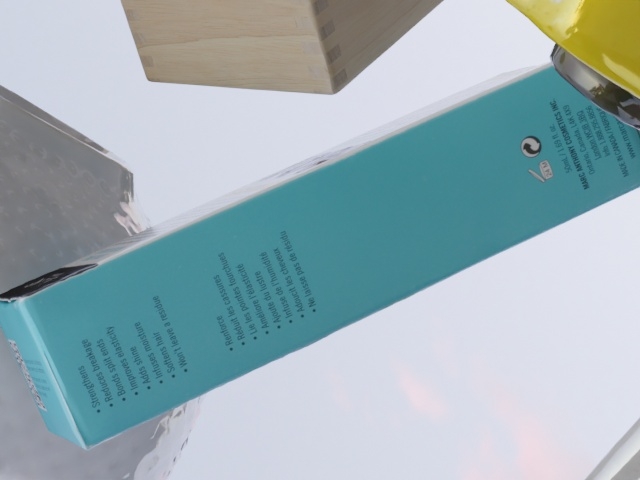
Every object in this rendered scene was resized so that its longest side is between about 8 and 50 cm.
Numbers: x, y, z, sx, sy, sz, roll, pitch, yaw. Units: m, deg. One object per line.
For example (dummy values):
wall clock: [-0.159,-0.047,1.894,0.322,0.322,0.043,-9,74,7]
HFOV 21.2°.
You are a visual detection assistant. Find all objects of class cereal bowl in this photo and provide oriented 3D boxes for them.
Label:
cereal bowl: [-0.191,-0.014,0.830,0.339,0.141,0.339,31,-179,-1]

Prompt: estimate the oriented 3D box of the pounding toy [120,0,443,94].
pounding toy: [-0.019,-0.146,0.788,0.141,0.130,0.100,-44,-50,-41]

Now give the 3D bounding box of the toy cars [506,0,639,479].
toy cars: [0.165,0.030,0.519,0.087,0.176,0.394,-120,11,-49]

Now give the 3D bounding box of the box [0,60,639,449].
box: [0.000,0.000,0.666,0.244,0.100,0.060,-25,-85,-16]
